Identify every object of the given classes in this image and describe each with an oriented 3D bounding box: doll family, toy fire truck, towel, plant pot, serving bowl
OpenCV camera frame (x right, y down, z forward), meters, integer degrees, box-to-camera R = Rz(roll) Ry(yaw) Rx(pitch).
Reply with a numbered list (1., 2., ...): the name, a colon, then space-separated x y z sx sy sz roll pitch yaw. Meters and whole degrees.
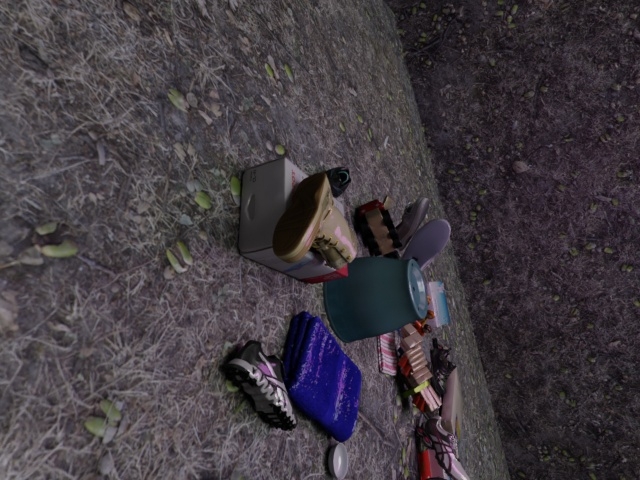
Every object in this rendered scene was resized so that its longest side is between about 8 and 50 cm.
1. doll family: 0.386 0.284 1.690 0.262 0.163 0.118 61 31 -27
2. toy fire truck: 0.239 -0.096 1.636 0.246 0.159 0.217 -104 167 -47
3. towel: 0.255 0.405 1.533 0.144 0.029 0.196 34 49 -53
4. plant pot: 0.185 0.170 1.257 0.272 0.256 0.271 35 49 -53
5. serving bowl: 0.042 0.571 1.049 0.083 0.027 0.083 34 49 -53
6. towel: 0.018 0.349 1.040 0.308 0.076 0.227 54 31 -36

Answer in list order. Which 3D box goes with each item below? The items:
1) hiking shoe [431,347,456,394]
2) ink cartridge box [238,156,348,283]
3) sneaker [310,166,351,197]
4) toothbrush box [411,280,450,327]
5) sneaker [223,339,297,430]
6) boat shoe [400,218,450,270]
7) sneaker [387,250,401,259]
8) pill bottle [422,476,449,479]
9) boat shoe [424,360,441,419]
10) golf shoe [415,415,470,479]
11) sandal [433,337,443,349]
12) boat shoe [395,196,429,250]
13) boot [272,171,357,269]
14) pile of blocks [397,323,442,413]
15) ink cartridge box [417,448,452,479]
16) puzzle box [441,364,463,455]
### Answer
1. hiking shoe: 0.625 0.654 2.036 0.086 0.114 0.226 31 52 -54
2. ink cartridge box: -0.056 -0.035 1.027 0.306 0.131 0.225 32 51 -56
3. sneaker: 0.061 -0.195 1.353 0.267 0.106 0.101 -34 107 -63
4. toothbrush box: 0.535 0.315 2.004 0.296 0.126 0.216 8 72 -62
5. sneaker: -0.102 0.297 0.841 0.234 0.078 0.106 60 34 -26
6. boat shoe: 0.434 0.057 1.743 0.366 0.136 0.156 -63 168 20
7. sneaker: 0.345 0.077 1.834 0.135 0.052 0.058 54 30 -38
8. pill bottle: 0.382 0.913 1.347 0.363 0.210 0.210 37 47 -52
9. boat shoe: 0.481 0.665 1.775 0.335 0.096 0.112 66 29 -20
10. golf shoe: 0.496 0.820 1.577 0.273 0.120 0.105 49 1 39
11. sandal: 0.643 0.607 2.173 0.067 0.040 0.179 -5 82 -63
12. boat shoe: 0.361 -0.074 1.701 0.118 0.103 0.320 -50 167 -29
13. boot: 0.000 0.000 0.882 0.203 0.095 0.261 60 29 -32
14. pile of blocks: 0.345 0.513 1.577 0.113 0.149 0.361 -15 90 -35
15. ink cartridge box: 0.482 1.014 1.653 0.261 0.066 0.296 31 51 -56
16. puzzle box: 0.679 0.875 2.079 0.409 0.052 0.271 -47 126 -59
